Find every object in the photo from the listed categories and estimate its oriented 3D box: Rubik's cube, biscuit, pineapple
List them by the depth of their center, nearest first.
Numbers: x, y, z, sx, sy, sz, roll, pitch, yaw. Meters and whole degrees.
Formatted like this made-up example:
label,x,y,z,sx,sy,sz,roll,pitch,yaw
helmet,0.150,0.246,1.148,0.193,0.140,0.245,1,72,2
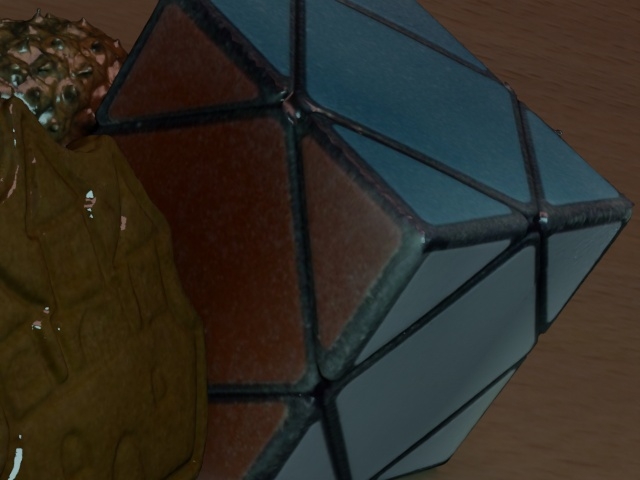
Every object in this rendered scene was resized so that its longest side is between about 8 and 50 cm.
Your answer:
label,x,y,z,sx,sy,sz,roll,pitch,yaw
biscuit,-0.112,0.039,0.882,0.034,0.215,0.182,-3,21,30
pineapple,-0.214,-0.061,1.035,0.251,0.125,0.125,-5,45,-44
Rubik's cube,0.000,0.000,1.048,0.205,0.207,0.205,46,29,25
